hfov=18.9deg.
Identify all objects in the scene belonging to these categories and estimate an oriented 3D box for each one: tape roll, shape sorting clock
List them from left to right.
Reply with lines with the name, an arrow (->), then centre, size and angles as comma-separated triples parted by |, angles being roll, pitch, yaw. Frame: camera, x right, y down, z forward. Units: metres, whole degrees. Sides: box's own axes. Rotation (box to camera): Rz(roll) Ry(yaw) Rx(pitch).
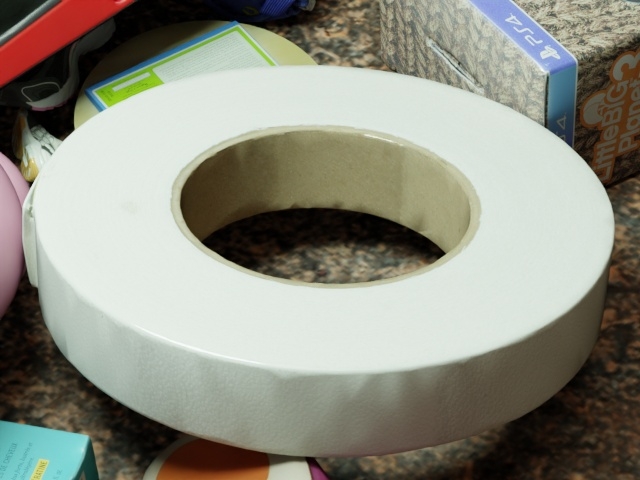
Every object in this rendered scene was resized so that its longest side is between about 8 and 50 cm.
shape sorting clock -> -0.090, -0.096, 1.513 | 0.206, 0.040, 0.206 | -1, 47, 1
tape roll -> 0.000, 0.000, 1.293 | 0.392, 0.072, 0.392 | 1, 33, -1

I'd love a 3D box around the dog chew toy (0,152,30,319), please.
dog chew toy -> -0.292, 0.004, 1.279 | 0.206, 0.207, 0.332 | 8, 9, 13

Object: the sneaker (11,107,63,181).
sneaker -> -0.220, -0.073, 1.513 | 0.037, 0.032, 0.083 | 1, 41, -23

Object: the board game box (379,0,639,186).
board game box -> 0.227, -0.187, 1.511 | 0.291, 0.141, 0.232 | -24, 47, -20

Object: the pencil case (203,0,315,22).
pencil case -> -0.003, -0.307, 1.669 | 0.133, 0.119, 0.306 | 45, 51, -11

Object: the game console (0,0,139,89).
game console -> -0.273, -0.264, 1.579 | 0.342, 0.060, 0.386 | -39, 46, -13

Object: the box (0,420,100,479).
box -> -0.274, 0.161, 1.247 | 0.244, 0.060, 0.100 | 8, 45, 12

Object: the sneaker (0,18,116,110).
sneaker -> -0.224, -0.172, 1.560 | 0.072, 0.077, 0.178 | 4, 35, 12

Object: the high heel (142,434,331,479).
high heel -> 0.018, 0.241, 1.153 | 0.127, 0.181, 0.377 | -43, 34, -7
